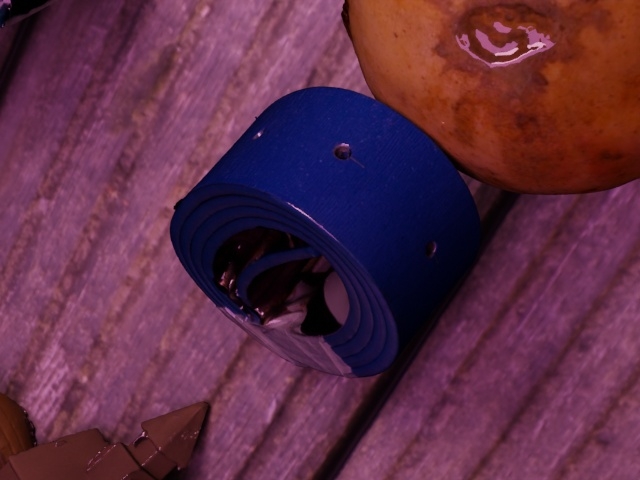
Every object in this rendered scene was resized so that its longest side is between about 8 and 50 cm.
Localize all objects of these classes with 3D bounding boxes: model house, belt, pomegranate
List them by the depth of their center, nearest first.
[{"bbox_3d":[0.162,-0.194,0.957,0.322,0.322,0.322,7,109,21],"label":"pomegranate"},{"bbox_3d":[0.000,0.000,1.075,0.212,0.117,0.347,41,160,-5],"label":"belt"},{"bbox_3d":[-0.190,0.261,1.352,0.248,0.176,0.181,-45,43,-2],"label":"model house"}]

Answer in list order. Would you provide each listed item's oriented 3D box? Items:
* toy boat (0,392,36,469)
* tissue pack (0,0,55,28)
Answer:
[{"bbox_3d":[-0.352,0.302,1.432,0.089,0.121,0.321,2,109,32],"label":"toy boat"},{"bbox_3d":[-0.351,-0.375,1.101,0.253,0.264,0.416,-11,111,29],"label":"tissue pack"}]
